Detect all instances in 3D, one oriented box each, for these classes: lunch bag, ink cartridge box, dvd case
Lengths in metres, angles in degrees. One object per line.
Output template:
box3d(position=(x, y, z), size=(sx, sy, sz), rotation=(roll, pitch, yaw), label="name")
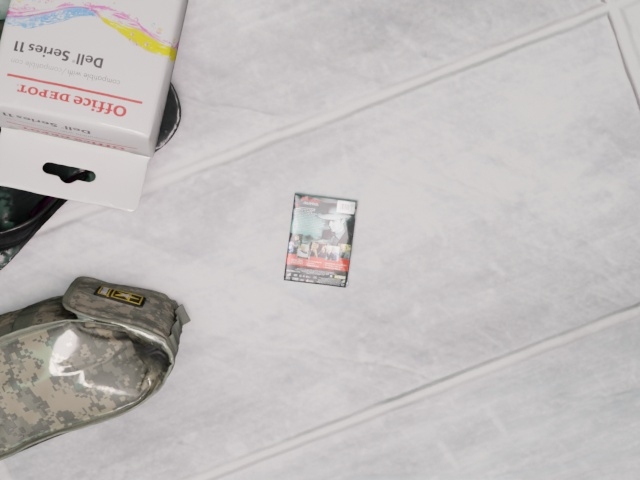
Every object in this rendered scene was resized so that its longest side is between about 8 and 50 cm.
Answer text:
box3d(position=(-0.311, 0.144, 1.742), size=(0.287, 0.235, 0.169), rotation=(-20, 99, 0), label="lunch bag")
box3d(position=(-0.286, -0.231, 1.704), size=(0.207, 0.119, 0.354), rotation=(11, 79, -4), label="ink cartridge box")
box3d(position=(0.000, 0.000, 1.847), size=(0.087, 0.013, 0.120), rotation=(6, 98, -3), label="dvd case")

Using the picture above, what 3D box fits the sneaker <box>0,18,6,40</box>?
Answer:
box3d(position=(-0.477, -0.195, 1.733), size=(0.227, 0.087, 0.130), rotation=(-23, 106, -37), label="sneaker")

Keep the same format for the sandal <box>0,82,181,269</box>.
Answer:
box3d(position=(-0.384, -0.088, 1.774), size=(0.445, 0.107, 0.168), rotation=(-36, 97, 2), label="sandal")
